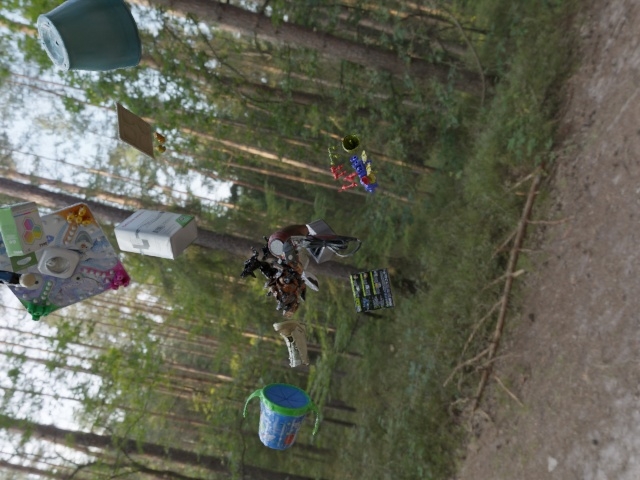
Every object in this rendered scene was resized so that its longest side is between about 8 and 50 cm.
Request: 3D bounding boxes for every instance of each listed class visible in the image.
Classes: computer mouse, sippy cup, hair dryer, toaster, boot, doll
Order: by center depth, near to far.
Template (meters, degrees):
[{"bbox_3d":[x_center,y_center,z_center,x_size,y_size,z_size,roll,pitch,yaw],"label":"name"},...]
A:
[{"bbox_3d":[-0.853,0.096,1.198,0.129,0.189,0.046,83,-162,-71],"label":"doll"},{"bbox_3d":[-0.032,0.011,1.253,0.293,0.224,0.080,-138,49,-64],"label":"hair dryer"},{"bbox_3d":[-0.103,0.391,1.697,0.213,0.077,0.165,41,-144,-61],"label":"boot"},{"bbox_3d":[-0.064,0.136,1.845,0.042,0.193,0.106,-52,32,-17],"label":"computer mouse"},{"bbox_3d":[-0.177,0.803,2.039,0.240,0.306,0.224,4,-78,-54],"label":"sippy cup"},{"bbox_3d":[0.000,0.000,2.236,0.110,0.168,0.185,-23,-28,-36],"label":"toaster"}]

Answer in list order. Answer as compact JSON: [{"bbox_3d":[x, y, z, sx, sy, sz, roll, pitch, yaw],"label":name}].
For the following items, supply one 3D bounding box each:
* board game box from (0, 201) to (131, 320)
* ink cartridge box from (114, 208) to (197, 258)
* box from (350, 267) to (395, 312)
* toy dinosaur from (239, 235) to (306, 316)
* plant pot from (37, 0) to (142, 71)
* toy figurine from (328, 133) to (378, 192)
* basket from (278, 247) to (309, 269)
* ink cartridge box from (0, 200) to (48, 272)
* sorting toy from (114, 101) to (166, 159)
[{"bbox_3d":[-0.976,0.092,1.674,0.050,0.390,0.390,-127,19,-52],"label":"board game box"},{"bbox_3d":[-0.537,-0.025,1.481,0.153,0.208,0.086,-60,-26,-54],"label":"ink cartridge box"},{"bbox_3d":[0.247,0.238,2.143,0.045,0.184,0.190,3,-104,-71],"label":"box"},{"bbox_3d":[-0.136,0.105,1.519,0.164,0.218,0.322,-51,29,14],"label":"toy dinosaur"},{"bbox_3d":[-0.829,-0.727,1.596,0.255,0.272,0.271,-36,-29,-37],"label":"plant pot"},{"bbox_3d":[0.189,-0.334,2.234,0.217,0.191,0.362,41,-155,-42],"label":"toy figurine"},{"bbox_3d":[-0.139,0.111,2.285,0.167,0.113,0.103,-70,-37,-59],"label":"basket"},{"bbox_3d":[-0.943,-0.013,1.435,0.109,0.062,0.209,-67,-29,-74],"label":"ink cartridge box"},{"bbox_3d":[-0.844,-0.489,2.124,0.307,0.041,0.229,34,-145,-63],"label":"sorting toy"}]
